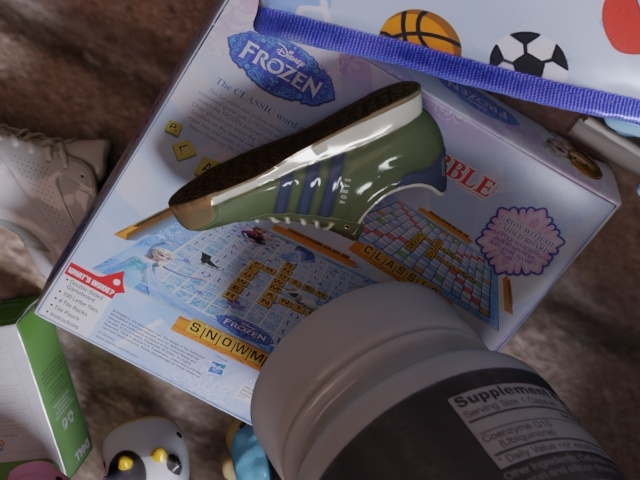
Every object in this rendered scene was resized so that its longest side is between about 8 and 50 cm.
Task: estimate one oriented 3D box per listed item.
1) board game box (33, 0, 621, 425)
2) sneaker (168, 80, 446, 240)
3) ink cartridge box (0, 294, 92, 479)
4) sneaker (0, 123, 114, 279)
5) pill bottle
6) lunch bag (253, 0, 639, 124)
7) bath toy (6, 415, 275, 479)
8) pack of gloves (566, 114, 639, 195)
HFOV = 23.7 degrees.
[{"bbox_3d":[0.000,0.000,1.136,0.318,0.066,0.318,29,117,-13],"label":"board game box"},{"bbox_3d":[-0.002,-0.031,1.041,0.192,0.064,0.086,-24,110,12],"label":"sneaker"},{"bbox_3d":[-0.268,0.157,1.320,0.109,0.062,0.209,-8,110,18],"label":"ink cartridge box"},{"bbox_3d":[-0.221,-0.056,1.216,0.232,0.090,0.115,40,110,-13],"label":"sneaker"},{"bbox_3d":[0.107,0.201,0.983,0.361,0.204,0.204,52,127,42],"label":"pill bottle"},{"bbox_3d":[0.191,-0.248,0.924,0.385,0.239,0.328,15,113,13],"label":"lunch bag"},{"bbox_3d":[-0.205,0.240,1.238,0.348,0.129,0.151,-17,76,-4],"label":"bath toy"},{"bbox_3d":[0.272,-0.011,1.025,0.232,0.195,0.046,31,86,1],"label":"pack of gloves"}]
